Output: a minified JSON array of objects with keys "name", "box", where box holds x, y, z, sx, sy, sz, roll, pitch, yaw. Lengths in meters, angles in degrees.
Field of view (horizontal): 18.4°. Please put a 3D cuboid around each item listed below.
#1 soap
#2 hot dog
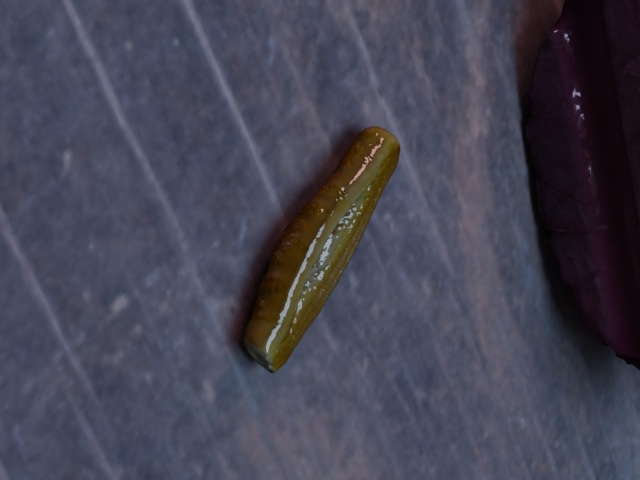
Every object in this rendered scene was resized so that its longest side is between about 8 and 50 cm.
[{"name":"soap","box":[0.216,-0.036,1.075,0.112,0.182,0.289,-24,108,-41]},{"name":"hot dog","box":[-0.001,0.000,0.972,0.137,0.028,0.044,-59,158,-16]}]
